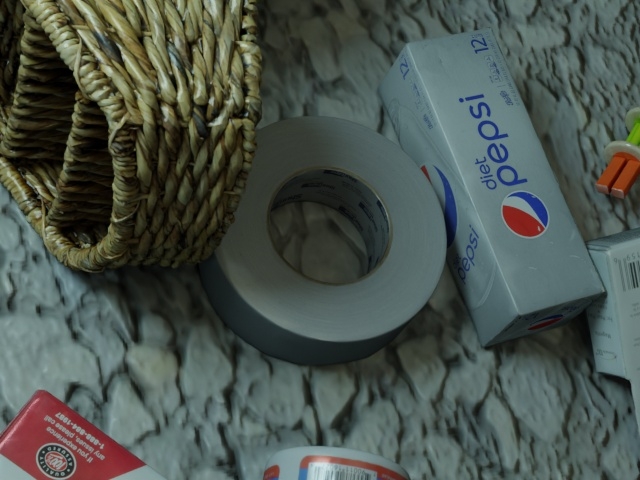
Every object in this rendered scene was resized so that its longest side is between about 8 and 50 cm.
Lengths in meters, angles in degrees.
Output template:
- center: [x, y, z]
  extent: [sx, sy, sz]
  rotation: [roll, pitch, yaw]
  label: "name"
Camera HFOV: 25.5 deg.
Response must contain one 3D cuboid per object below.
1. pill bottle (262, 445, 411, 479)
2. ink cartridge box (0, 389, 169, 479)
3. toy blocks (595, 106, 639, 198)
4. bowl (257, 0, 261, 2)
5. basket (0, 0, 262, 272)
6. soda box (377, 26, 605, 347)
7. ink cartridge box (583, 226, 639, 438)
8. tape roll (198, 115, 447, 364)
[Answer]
- center: [0.003, 0.285, 1.119]
  extent: [0.124, 0.124, 0.222]
  rotation: [13, 64, -10]
  label: "pill bottle"
- center: [-0.220, 0.284, 1.060]
  extent: [0.197, 0.114, 0.273]
  rotation: [36, 61, 1]
  label: "ink cartridge box"
- center: [0.326, -0.045, 1.399]
  extent: [0.123, 0.054, 0.148]
  rotation: [34, 62, 0]
  label: "toy blocks"
- center: [-0.134, -0.261, 1.264]
  extent: [0.289, 0.289, 0.156]
  rotation: [3, 89, -15]
  label: "bowl"
- center: [-0.186, -0.094, 1.136]
  extent: [0.223, 0.299, 0.214]
  rotation: [3, 67, -17]
  label: "basket"
- center: [0.155, -0.052, 1.332]
  extent: [0.098, 0.091, 0.286]
  rotation: [-14, 71, -22]
  label: "soda box"
- center: [0.389, 0.090, 1.351]
  extent: [0.275, 0.060, 0.239]
  rotation: [-14, 99, -21]
  label: "ink cartridge box"
- center: [0.000, 0.000, 1.275]
  extent: [0.219, 0.072, 0.219]
  rotation: [6, 65, -13]
  label: "tape roll"
